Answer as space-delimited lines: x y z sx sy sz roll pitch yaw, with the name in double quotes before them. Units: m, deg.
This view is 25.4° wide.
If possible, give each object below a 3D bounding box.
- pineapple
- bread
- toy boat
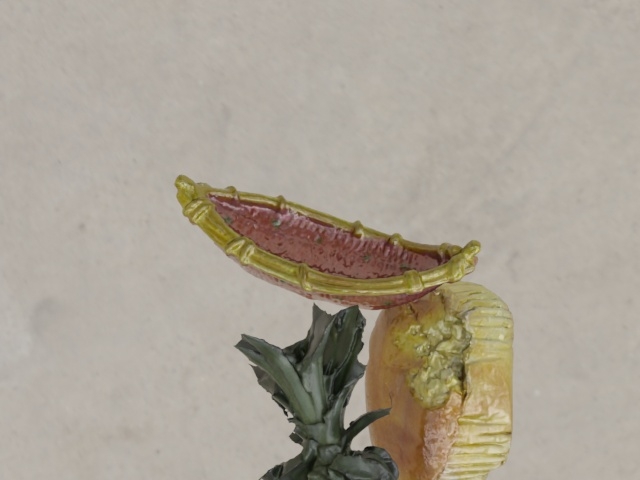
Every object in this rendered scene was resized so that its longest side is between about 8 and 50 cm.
"pineapple" 0.016 0.189 1.170 0.119 0.277 0.130 -5 158 -36
"bread" 0.138 0.173 1.688 0.133 0.179 0.250 3 99 -35
"toy boat" 0.001 0.006 1.452 0.318 0.141 0.099 14 120 7
